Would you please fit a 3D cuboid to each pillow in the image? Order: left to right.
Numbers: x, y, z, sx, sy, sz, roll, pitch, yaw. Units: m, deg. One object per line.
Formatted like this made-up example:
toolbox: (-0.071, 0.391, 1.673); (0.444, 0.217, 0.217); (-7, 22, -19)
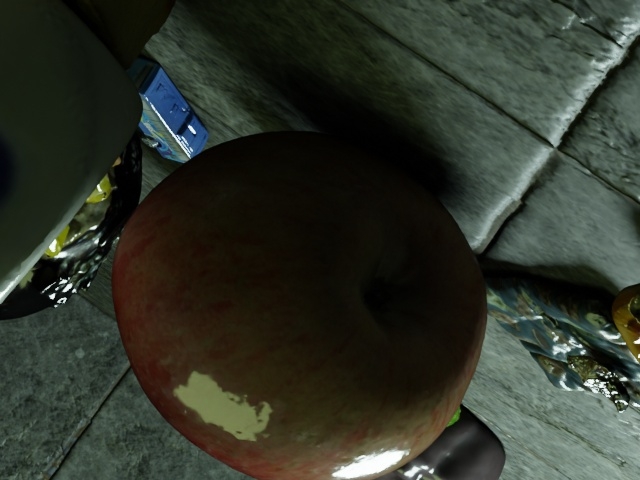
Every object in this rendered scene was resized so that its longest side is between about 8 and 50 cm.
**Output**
pillow: (0.247, 0.098, 1.528); (0.189, 0.034, 0.255); (44, 166, -23)

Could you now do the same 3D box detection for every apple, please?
apple: (-0.006, 0.058, 1.436); (0.269, 0.345, 0.345); (-28, 123, 33)

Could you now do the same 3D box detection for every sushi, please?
sushi: (-0.389, -0.088, 1.858); (0.328, 0.329, 0.285); (39, 173, 7)

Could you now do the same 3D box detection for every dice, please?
dice: (-0.348, -0.091, 1.292); (0.304, 0.304, 0.277); (41, 168, -12)

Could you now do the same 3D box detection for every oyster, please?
oyster: (0.264, 0.136, 1.496); (0.054, 0.019, 0.083); (18, 158, 52)

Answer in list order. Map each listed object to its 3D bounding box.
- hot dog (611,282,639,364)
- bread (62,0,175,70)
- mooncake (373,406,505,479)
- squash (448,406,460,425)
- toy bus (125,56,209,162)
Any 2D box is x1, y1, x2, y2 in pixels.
hot dog: (0.315, 0.110, 1.314); (0.100, 0.068, 0.249); (41, 172, 47)
bread: (-0.215, -0.264, 1.258); (0.184, 0.114, 0.275); (35, 166, 19)
mooncake: (0.119, 0.286, 2.267); (0.283, 0.141, 0.283); (32, 168, 7)
squash: (0.107, 0.179, 2.066); (0.219, 0.077, 0.068); (48, -157, -37)
toy bus: (-0.172, -0.138, 1.714); (0.061, 0.051, 0.153); (21, 161, 31)
